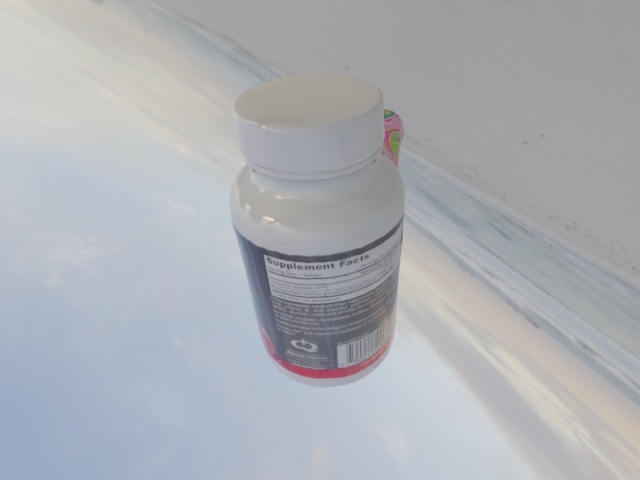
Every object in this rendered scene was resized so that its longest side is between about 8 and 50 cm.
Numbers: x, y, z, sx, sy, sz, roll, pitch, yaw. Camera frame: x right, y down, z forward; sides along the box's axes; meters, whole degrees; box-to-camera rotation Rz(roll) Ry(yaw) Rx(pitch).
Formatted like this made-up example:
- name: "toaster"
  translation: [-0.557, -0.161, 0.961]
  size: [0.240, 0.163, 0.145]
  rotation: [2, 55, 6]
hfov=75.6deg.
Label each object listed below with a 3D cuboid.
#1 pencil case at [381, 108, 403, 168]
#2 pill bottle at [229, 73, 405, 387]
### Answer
- name: "pencil case"
  translation: [0.073, -0.110, 0.716]
  size: [0.124, 0.284, 0.124]
  rotation: [12, 150, 7]
- name: "pill bottle"
  translation: [0.000, 0.000, 0.451]
  size: [0.176, 0.176, 0.318]
  rotation: [48, 152, 45]
